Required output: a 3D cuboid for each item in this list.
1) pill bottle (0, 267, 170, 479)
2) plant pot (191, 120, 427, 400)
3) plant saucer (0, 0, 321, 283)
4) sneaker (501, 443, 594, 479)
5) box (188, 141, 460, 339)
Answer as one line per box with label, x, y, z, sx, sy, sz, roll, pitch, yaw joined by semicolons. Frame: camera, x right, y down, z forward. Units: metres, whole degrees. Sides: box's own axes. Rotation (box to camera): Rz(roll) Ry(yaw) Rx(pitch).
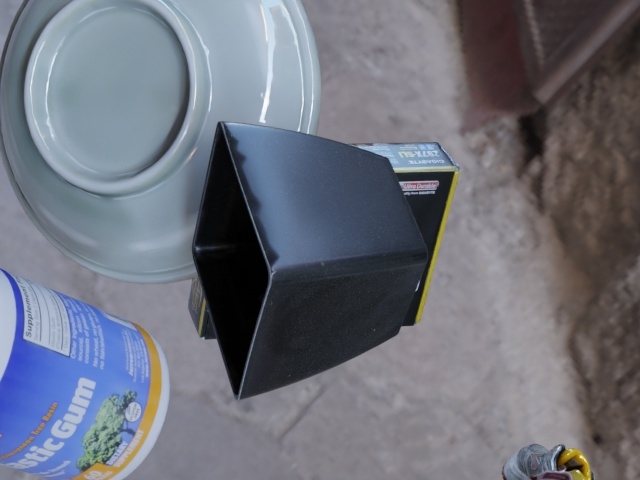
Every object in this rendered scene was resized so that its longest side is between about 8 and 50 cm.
pill bottle;-0.267;0.103;1.164;0.272;0.152;0.152;27;36;-45
plant pot;-0.008;0.011;1.318;0.167;0.188;0.187;-6;51;-19
plant saucer;-0.198;-0.154;1.498;0.400;0.400;0.100;54;19;16
sneaker;0.273;0.278;1.634;0.088;0.093;0.225;41;6;-7
box;0.000;0.000;1.871;0.322;0.257;0.079;-2;36;-22
